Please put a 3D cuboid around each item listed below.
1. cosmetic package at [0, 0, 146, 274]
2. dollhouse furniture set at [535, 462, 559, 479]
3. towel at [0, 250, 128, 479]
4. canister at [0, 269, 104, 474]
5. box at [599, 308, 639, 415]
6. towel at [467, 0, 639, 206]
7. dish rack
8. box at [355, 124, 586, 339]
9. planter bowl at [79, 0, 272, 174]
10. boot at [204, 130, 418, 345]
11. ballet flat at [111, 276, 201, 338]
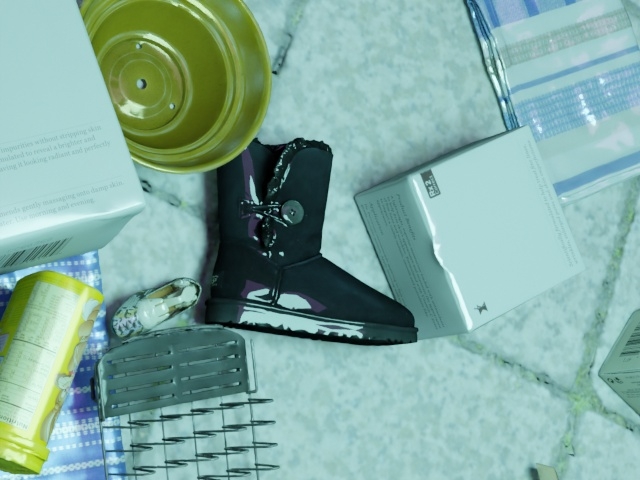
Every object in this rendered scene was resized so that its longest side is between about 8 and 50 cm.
[{"bbox_3d":[-0.331,-0.164,1.323,0.217,0.156,0.385,-15,82,-28],"label":"cosmetic package"},{"bbox_3d":[0.244,0.322,1.672,0.081,0.091,0.114,-17,62,9],"label":"dollhouse furniture set"},{"bbox_3d":[-0.305,0.126,1.380,0.243,0.040,0.336,-6,85,-29],"label":"towel"},{"bbox_3d":[-0.264,0.118,1.317,0.073,0.126,0.170,26,72,-22],"label":"canister"},{"bbox_3d":[0.472,0.205,1.769,0.275,0.094,0.113,45,64,-16],"label":"box"},{"bbox_3d":[0.303,-0.194,1.753,0.209,0.034,0.285,-20,91,-20],"label":"towel"},{"bbox_3d":[-0.118,0.219,1.422,0.208,0.074,0.272,-6,90,-42],"label":"dish rack"},{"bbox_3d":[0.165,-0.008,1.617,0.182,0.119,0.181,-24,94,-30],"label":"box"},{"bbox_3d":[-0.165,-0.165,1.474,0.217,0.090,0.217,5,79,-30],"label":"planter bowl"},{"bbox_3d":[0.000,0.000,1.537,0.246,0.094,0.207,10,81,-21],"label":"boot"},{"bbox_3d":[-0.158,0.063,1.452,0.114,0.041,0.041,-29,97,-49],"label":"ballet flat"}]
